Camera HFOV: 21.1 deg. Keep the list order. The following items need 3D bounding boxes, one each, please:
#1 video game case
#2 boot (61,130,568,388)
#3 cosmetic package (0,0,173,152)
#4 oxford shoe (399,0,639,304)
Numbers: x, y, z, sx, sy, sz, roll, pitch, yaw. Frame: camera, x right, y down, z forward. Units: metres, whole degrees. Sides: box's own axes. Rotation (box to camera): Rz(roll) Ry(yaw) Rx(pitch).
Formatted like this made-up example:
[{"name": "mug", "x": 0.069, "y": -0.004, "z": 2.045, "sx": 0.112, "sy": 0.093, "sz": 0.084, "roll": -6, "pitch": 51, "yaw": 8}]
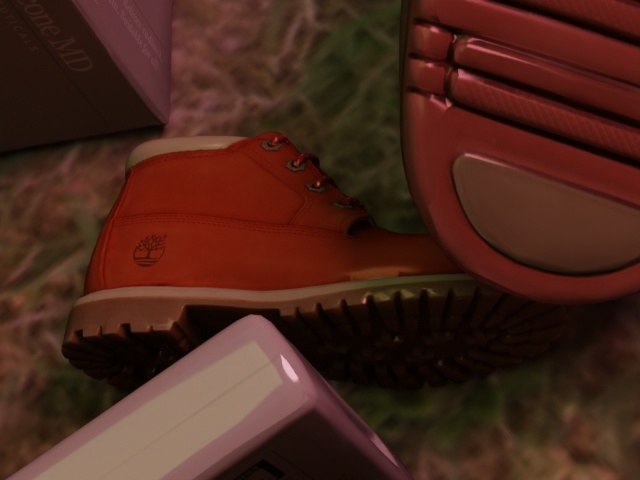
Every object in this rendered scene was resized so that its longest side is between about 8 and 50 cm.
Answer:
[{"name": "video game case", "x": -0.083, "y": 0.108, "z": 0.414, "sx": 0.227, "sy": 0.206, "sz": 0.026, "roll": -35, "pitch": 73, "yaw": -1}, {"name": "boot", "x": 0.000, "y": 0.000, "z": 0.528, "sx": 0.158, "sy": 0.059, "sz": 0.085, "roll": 0, "pitch": 60, "yaw": 20}, {"name": "cosmetic package", "x": -0.179, "y": -0.089, "z": 0.592, "sx": 0.238, "sy": 0.127, "sz": 0.107, "roll": -7, "pitch": 62, "yaw": 17}, {"name": "oxford shoe", "x": 0.104, "y": -0.172, "z": 0.508, "sx": 0.140, "sy": 0.146, "sz": 0.397, "roll": 21, "pitch": 83, "yaw": -16}]
